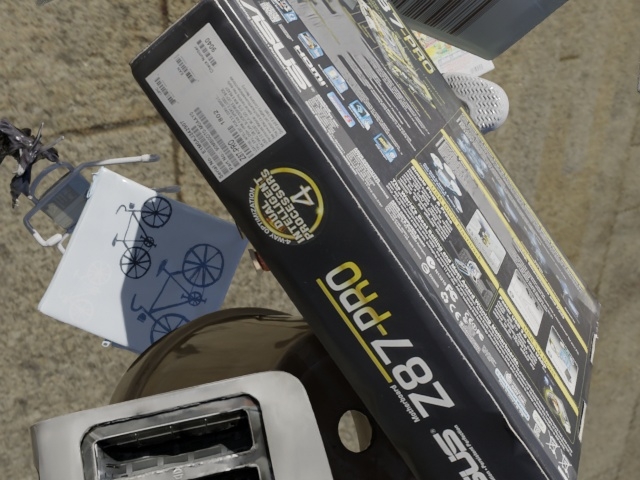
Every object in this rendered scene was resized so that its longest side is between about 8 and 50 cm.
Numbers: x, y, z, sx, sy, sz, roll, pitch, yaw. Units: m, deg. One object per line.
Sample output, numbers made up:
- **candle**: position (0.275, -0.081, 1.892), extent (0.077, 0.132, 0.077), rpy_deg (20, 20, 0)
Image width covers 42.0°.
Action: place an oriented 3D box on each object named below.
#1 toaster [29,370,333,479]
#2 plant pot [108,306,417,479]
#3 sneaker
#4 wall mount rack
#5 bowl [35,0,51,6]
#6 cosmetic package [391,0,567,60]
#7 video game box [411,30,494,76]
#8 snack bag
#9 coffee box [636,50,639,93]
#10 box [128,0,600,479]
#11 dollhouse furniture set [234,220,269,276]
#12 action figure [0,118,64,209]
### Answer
- **toaster**: position (-0.061, 0.171, 0.455), extent (0.185, 0.168, 0.110), rpy_deg (-11, 161, -6)
- **plant pot**: position (-0.027, 0.198, 0.813), extent (0.323, 0.280, 0.323), rpy_deg (10, 67, -24)
- **sneaker**: position (0.238, -0.217, 1.590), extent (0.210, 0.365, 0.138), rpy_deg (4, 81, -42)
- **wall mount rack**: position (-0.482, -0.087, 1.840), extent (0.304, 0.130, 0.350), rpy_deg (-43, 168, -8)
- **bowl**: position (-0.361, -0.506, 1.354), extent (0.297, 0.298, 0.134), rpy_deg (-32, 112, -13)
- **cosmetic package**: position (0.200, -0.534, 1.150), extent (0.329, 0.394, 0.327), rpy_deg (12, 152, -29)
- **video game box**: position (0.295, -0.458, 1.997), extent (0.205, 0.048, 0.187), rpy_deg (-27, 106, -15)
- **snack bag**: position (-0.348, 0.065, 1.656), extent (0.342, 0.037, 0.323), rpy_deg (24, 84, -17)
- **coffee box**: position (0.390, -0.195, 0.823), extent (0.246, 0.141, 0.098), rpy_deg (-30, 124, -66)
- **box**: position (0.071, -0.024, 0.656), extent (0.097, 0.318, 0.395), rpy_deg (-33, 97, 30)
- **dollhouse furniture set**: position (0.000, 0.000, 1.498), extent (0.262, 0.135, 0.259), rpy_deg (-23, 81, -4)
- **action figure**: position (-0.594, -0.135, 1.537), extent (0.164, 0.275, 0.141), rpy_deg (29, 59, -52)
